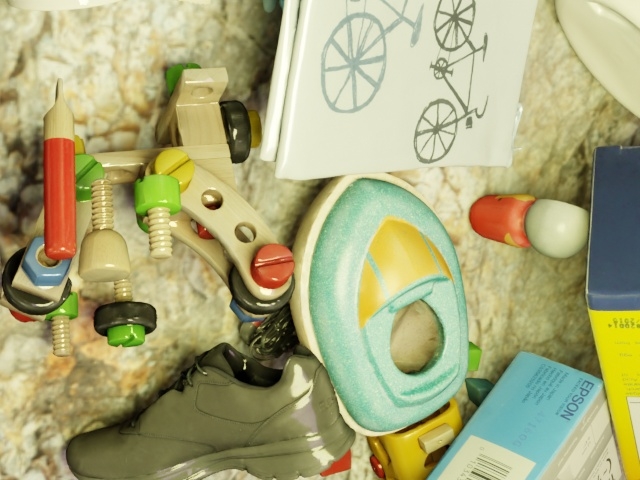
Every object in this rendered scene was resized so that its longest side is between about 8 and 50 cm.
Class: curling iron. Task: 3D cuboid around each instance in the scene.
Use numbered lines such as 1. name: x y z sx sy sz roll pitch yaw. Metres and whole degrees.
1. curling iron: 0.000 0.000 1.380 0.068 0.035 0.274 29 90 -52

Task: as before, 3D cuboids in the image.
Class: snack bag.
1. snack bag: 0.095 -0.220 1.246 0.342 0.037 0.323 -6 109 -45

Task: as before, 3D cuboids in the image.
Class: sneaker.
1. sneaker: -0.114 0.166 1.305 0.286 0.109 0.130 -12 105 12

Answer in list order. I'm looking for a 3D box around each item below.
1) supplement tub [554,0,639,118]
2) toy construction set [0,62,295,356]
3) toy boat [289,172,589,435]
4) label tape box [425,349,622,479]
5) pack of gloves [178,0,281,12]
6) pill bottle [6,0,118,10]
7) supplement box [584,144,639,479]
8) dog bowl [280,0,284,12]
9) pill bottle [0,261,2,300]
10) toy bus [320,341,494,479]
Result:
1. supplement tub: 0.416 -0.279 1.360 0.316 0.228 0.228 -42 121 -6
2. toy construction set: -0.160 -0.059 1.157 0.257 0.309 0.237 -7 72 6
3. toy boat: 0.119 0.032 1.344 0.318 0.148 0.267 -29 112 -28
4. label tape box: 0.227 0.328 1.478 0.249 0.115 0.348 -49 137 -28
5. pack of gloves: -0.074 -0.326 1.225 0.195 0.046 0.232 1 107 -42
6. pill bottle: -0.215 -0.328 1.084 0.152 0.152 0.272 -12 114 -21
7. supplement box: 0.395 0.083 1.408 0.194 0.195 0.356 -2 140 18
8. dog bowl: 0.032 -0.297 1.241 0.166 0.074 0.297 -20 117 -34
9. pill bottle: -0.386 0.040 1.158 0.208 0.117 0.117 1 108 -26
10. toy bus: 0.104 0.198 1.459 0.202 0.104 0.191 20 99 -30
